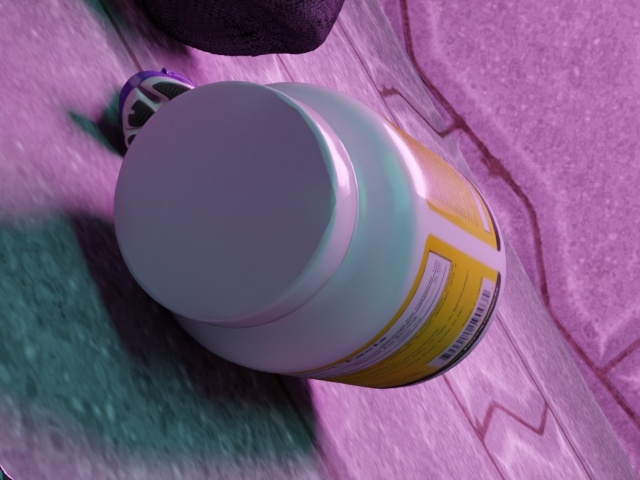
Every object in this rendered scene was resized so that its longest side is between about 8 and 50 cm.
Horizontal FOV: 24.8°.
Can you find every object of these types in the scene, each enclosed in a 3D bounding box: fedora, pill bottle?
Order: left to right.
[{"bbox_3d":[-0.066,-0.251,1.233,0.334,0.334,0.152,33,60,-61],"label":"fedora"},{"bbox_3d":[0.000,0.000,0.985,0.188,0.188,0.334,64,14,17],"label":"pill bottle"}]

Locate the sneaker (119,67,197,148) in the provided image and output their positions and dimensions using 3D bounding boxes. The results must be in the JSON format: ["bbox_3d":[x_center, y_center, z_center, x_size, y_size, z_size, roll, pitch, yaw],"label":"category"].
[{"bbox_3d":[-0.117,-0.095,1.066,0.071,0.068,0.170,47,3,10],"label":"sneaker"}]

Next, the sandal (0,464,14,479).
[{"bbox_3d":[-0.142,0.142,0.364,0.167,0.107,0.446,60,14,0],"label":"sandal"}]
